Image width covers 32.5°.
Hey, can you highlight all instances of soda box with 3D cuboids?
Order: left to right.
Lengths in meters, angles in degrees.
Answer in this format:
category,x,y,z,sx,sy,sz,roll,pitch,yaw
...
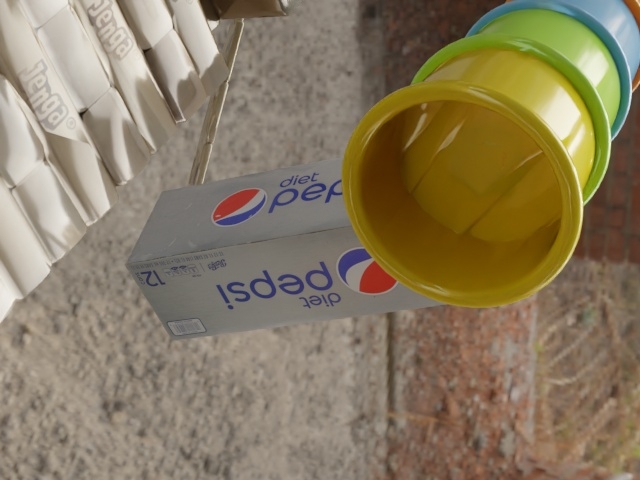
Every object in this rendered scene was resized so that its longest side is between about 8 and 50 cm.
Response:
category,x,y,z,sx,sy,sz,roll,pitch,yaw
soda box,0.000,0.000,0.857,0.098,0.286,0.091,-73,145,-48

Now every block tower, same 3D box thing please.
category,x,y,z,sx,sy,sz,roll,pitch,yaw
block tower,-0.071,-0.106,0.392,0.335,0.091,0.097,-53,135,-37

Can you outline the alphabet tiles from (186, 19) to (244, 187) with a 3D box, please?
category,x,y,z,sx,sy,sz,roll,pitch,yaw
alphabet tiles,-0.119,-0.100,1.133,0.011,0.285,0.342,15,93,-9

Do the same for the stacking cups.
category,x,y,z,sx,sy,sz,roll,pitch,yaw
stacking cups,0.110,-0.091,0.532,0.316,0.096,0.096,-52,135,-51
